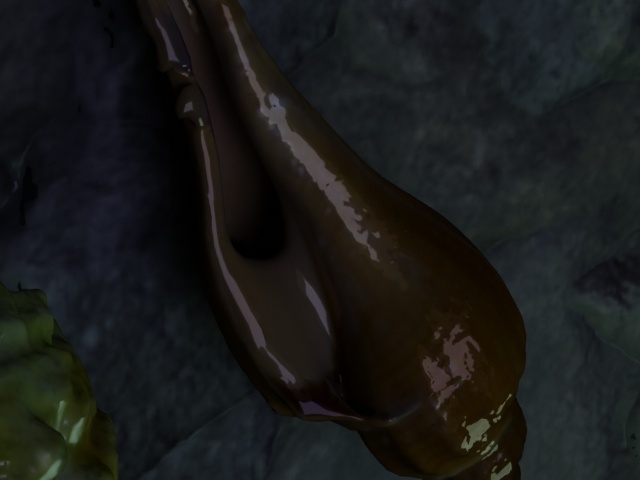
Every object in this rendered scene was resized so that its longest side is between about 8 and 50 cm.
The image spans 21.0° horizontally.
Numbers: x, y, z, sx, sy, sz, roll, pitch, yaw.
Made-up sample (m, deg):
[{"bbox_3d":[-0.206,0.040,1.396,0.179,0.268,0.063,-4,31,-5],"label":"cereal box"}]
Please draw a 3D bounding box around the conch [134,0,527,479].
[{"bbox_3d":[-0.001,-0.001,0.716,0.109,0.093,0.330,-33,105,2],"label":"conch"}]

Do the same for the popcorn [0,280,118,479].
[{"bbox_3d":[-0.166,0.085,0.570,0.212,0.198,0.198,21,96,-31],"label":"popcorn"}]
